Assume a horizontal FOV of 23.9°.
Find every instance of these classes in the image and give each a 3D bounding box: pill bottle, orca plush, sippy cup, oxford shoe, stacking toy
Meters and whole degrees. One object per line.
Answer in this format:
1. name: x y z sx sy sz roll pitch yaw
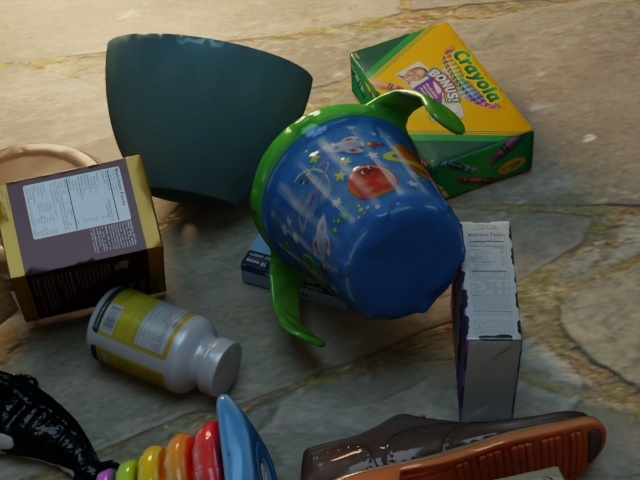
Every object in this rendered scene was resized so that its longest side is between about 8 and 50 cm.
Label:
1. pill bottle: -0.197 0.133 1.919 0.184 0.103 0.103 20 51 21
2. orca plush: -0.386 0.216 1.853 0.151 0.102 0.287 -37 55 -27
3. sippy cup: 0.059 -0.021 1.871 0.240 0.305 0.224 -12 33 -19
4. oxford shoe: 0.152 0.245 1.779 0.364 0.130 0.133 -12 41 -7
5. stacking toy: -0.205 0.308 1.741 0.302 0.166 0.175 -14 57 6

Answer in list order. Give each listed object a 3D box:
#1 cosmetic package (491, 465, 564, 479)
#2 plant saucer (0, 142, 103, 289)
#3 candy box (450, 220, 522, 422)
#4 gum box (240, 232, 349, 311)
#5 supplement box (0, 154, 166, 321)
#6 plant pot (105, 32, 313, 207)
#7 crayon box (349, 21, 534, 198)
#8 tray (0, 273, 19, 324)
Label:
1. cosmetic package: 0.126 0.362 1.646 0.309 0.160 0.113 -10 46 -7
2. plant saucer: -0.414 -0.045 2.144 0.278 0.041 0.278 -2 48 2
3. candy box: 0.204 0.100 1.880 0.070 0.165 0.196 -1 46 1
4. gum box: 0.000 0.000 2.072 0.157 0.041 0.184 16 50 16
5. supplement box: -0.309 0.001 1.966 0.194 0.191 0.129 -12 72 -9
6. plant pot: -0.168 -0.153 2.099 0.290 0.290 0.195 7 82 11
7. crayon box: 0.174 -0.191 2.211 0.165 0.081 0.278 -20 49 -14
8. tray: -0.603 0.157 1.903 0.203 0.076 0.411 18 47 43
